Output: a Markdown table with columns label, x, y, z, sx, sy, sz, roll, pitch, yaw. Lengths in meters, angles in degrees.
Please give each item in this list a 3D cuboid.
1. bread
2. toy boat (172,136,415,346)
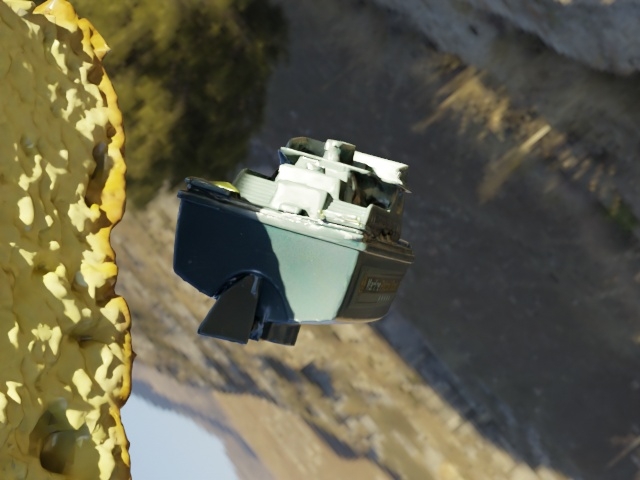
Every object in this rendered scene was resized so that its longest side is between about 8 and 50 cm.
| label | x | y | z | sx | sy | sz | roll | pitch | yaw |
| --- | --- | --- | --- | --- | --- | --- | --- | --- | --- |
| bread | -0.196 | 0.055 | 0.537 | 0.194 | 0.179 | 0.340 | 25 | -122 | -58 |
| toy boat | 0.001 | -0.003 | 0.839 | 0.114 | 0.122 | 0.296 | 17 | -176 | 12 |
